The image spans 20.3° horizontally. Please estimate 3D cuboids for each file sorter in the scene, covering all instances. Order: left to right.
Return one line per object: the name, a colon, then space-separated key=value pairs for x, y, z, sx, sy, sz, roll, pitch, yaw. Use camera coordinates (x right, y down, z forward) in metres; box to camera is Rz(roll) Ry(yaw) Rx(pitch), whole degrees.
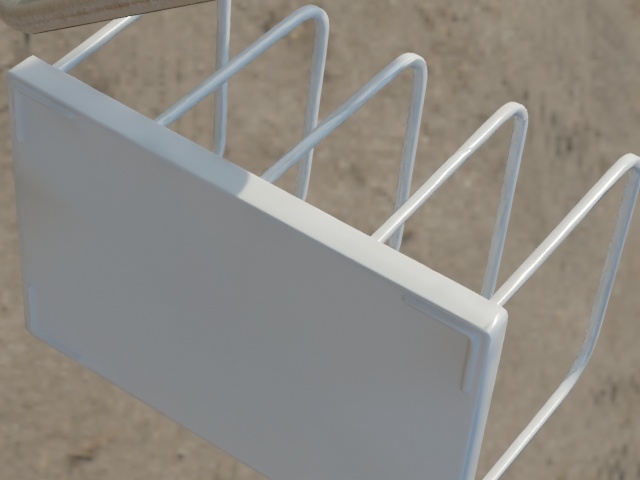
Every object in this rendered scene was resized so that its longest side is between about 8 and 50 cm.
file sorter: x=0.000 y=0.000 z=0.938 sx=0.173 sy=0.277 sz=0.193 roll=-45 pitch=153 yaw=-38

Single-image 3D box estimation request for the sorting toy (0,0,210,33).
sorting toy: x=0.024 y=-0.120 z=0.458 sx=0.193 sy=0.208 sz=0.038 roll=-42 pitch=117 yaw=-26
